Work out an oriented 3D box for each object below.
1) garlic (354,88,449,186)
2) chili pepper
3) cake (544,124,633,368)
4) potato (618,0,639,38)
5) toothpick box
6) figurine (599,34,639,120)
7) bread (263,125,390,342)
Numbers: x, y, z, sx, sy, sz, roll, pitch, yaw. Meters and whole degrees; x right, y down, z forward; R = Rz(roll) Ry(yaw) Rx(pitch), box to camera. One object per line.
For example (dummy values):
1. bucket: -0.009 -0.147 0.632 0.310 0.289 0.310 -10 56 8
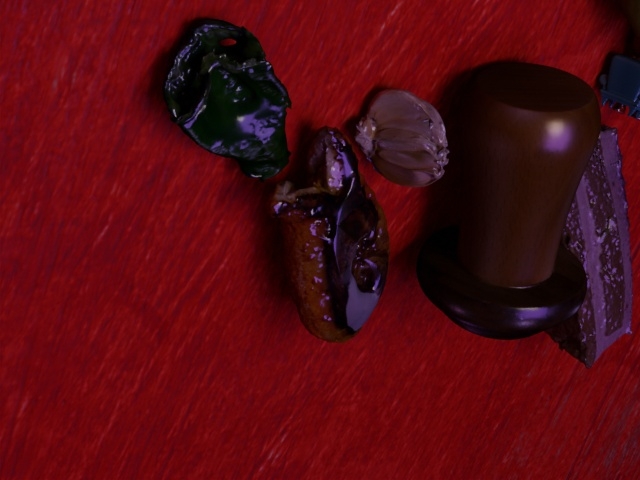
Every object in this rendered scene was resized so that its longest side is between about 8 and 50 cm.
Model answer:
1. garlic: 0.090 -0.108 1.914 0.074 0.094 0.113 -74 159 -46
2. chili pepper: -0.083 -0.118 1.738 0.108 0.062 0.216 -38 143 -6
3. cake: 0.311 -0.002 2.250 0.116 0.113 0.295 -24 124 -34
4. potato: 0.426 -0.278 2.037 0.186 0.148 0.253 -29 116 12
5. toothpick box: 0.210 -0.035 2.019 0.192 0.192 0.294 -18 127 -36
6. figurine: 0.379 -0.209 2.143 0.075 0.068 0.140 16 103 -56
7. bread: 0.005 -0.004 1.908 0.139 0.095 0.269 -54 141 -28
